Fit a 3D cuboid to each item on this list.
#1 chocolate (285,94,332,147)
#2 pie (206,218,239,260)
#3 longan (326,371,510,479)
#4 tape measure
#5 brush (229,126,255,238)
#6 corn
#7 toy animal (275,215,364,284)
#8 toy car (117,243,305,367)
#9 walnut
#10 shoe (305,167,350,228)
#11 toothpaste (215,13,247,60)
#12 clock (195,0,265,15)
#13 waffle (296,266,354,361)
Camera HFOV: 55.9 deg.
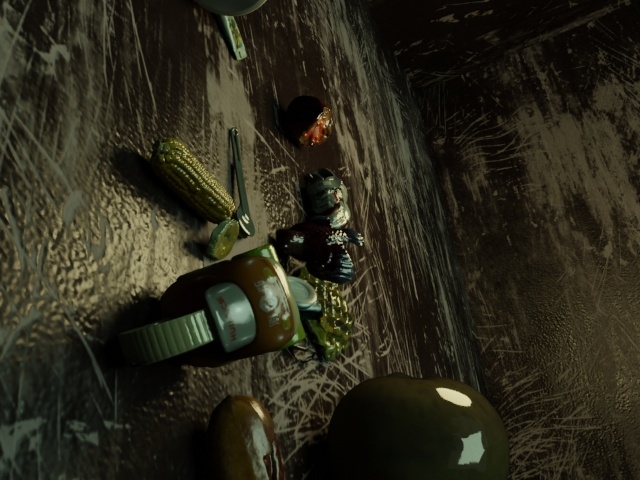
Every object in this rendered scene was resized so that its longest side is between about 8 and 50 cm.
[{"bbox_3d":[-0.029,-0.302,1.573,0.133,0.124,0.127,93,-8,-52],"label":"chocolate"},{"bbox_3d":[-0.171,-0.002,1.057,0.084,0.019,0.084,-55,162,-28],"label":"pie"},{"bbox_3d":[0.190,0.416,1.187,0.361,0.360,0.361,50,30,-43],"label":"longan"},{"bbox_3d":[-0.061,0.164,1.218,0.107,0.104,0.180,-118,-152,-50],"label":"tape measure"},{"bbox_3d":[-0.166,-0.121,1.219,0.062,0.027,0.266,40,33,-53],"label":"brush"},{"bbox_3d":[-0.214,-0.095,1.014,0.207,0.068,0.068,52,28,-48],"label":"corn"},{"bbox_3d":[-0.008,-0.001,1.328,0.179,0.116,0.219,22,31,-37],"label":"toy animal"},{"bbox_3d":[-0.156,0.111,0.810,0.145,0.235,0.235,70,21,-1],"label":"toy car"},{"bbox_3d":[-0.107,0.326,0.871,0.115,0.115,0.207,22,53,-63],"label":"walnut"},{"bbox_3d":[0.013,-0.116,1.527,0.228,0.099,0.126,-87,158,-54],"label":"shoe"},{"bbox_3d":[-0.231,-0.541,1.389,0.067,0.037,0.256,-62,133,-62],"label":"toothpaste"},{"bbox_3d":[-0.192,-0.593,1.258,0.231,0.230,0.083,60,27,-26],"label":"clock"},{"bbox_3d":[0.015,0.152,1.380,0.224,0.054,0.204,64,22,-12],"label":"waffle"}]
